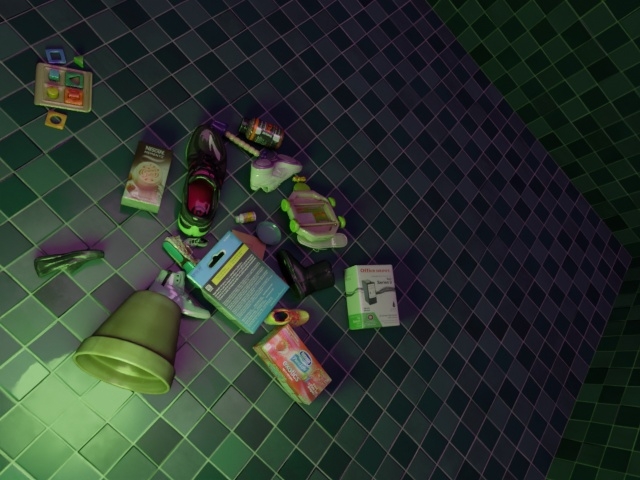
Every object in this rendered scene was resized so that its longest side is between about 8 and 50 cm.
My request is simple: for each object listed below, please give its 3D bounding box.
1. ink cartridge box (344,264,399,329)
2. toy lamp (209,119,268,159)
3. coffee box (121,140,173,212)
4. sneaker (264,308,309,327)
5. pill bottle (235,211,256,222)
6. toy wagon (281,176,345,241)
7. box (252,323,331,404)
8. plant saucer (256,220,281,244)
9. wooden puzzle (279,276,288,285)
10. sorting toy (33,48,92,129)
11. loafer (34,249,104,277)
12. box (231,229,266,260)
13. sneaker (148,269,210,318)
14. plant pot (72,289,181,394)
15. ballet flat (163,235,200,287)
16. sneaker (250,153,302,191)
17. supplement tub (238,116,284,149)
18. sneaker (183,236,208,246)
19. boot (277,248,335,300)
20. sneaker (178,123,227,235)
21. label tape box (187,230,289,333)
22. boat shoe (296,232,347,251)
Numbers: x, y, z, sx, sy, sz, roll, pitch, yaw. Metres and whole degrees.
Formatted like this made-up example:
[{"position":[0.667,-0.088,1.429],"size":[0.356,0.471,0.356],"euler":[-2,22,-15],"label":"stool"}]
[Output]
[{"position":[0.237,0.262,2.017],"size":[0.210,0.121,0.290],"euler":[1,76,-26],"label":"ink cartridge box"},{"position":[-0.369,-0.445,1.939],"size":[0.274,0.080,0.080],"euler":[33,65,-18],"label":"toy lamp"},{"position":[-0.687,-0.252,1.717],"size":[0.141,0.098,0.247],"euler":[14,71,-22],"label":"coffee box"},{"position":[-0.135,0.328,1.834],"size":[0.208,0.094,0.082],"euler":[2,74,-27],"label":"sneaker"},{"position":[-0.327,-0.099,1.883],"size":[0.083,0.043,0.044],"euler":[-13,82,-28],"label":"pill bottle"},{"position":[-0.048,-0.149,1.985],"size":[0.267,0.068,0.345],"euler":[-5,56,-32],"label":"toy wagon"},{"position":[-0.118,0.504,1.763],"size":[0.142,0.154,0.300],"euler":[-39,94,-29],"label":"box"},{"position":[-0.232,-0.029,1.910],"size":[0.119,0.021,0.120],"euler":[17,53,-24],"label":"plant saucer"},{"position":[-0.165,0.189,1.906],"size":[0.083,0.006,0.050],"euler":[13,71,-23],"label":"wooden puzzle"},{"position":[-1.004,-0.602,1.686],"size":[0.195,0.047,0.348],"euler":[1,76,-26],"label":"sorting toy"},{"position":[-0.894,0.080,1.545],"size":[0.223,0.076,0.079],"euler":[-11,87,-23],"label":"loafer"},{"position":[-0.327,0.071,1.851],"size":[0.164,0.021,0.202],"euler":[19,68,-21],"label":"box"},{"position":[-0.525,0.204,1.672],"size":[0.255,0.094,0.151],"euler":[26,73,-15],"label":"sneaker"},{"position":[-0.628,0.338,1.498],"size":[0.323,0.323,0.281],"euler":[27,50,-17],"label":"plant pot"},{"position":[-0.527,0.076,1.721],"size":[0.241,0.091,0.077],"euler":[55,39,-8],"label":"ballet flat"},{"position":[-0.209,-0.307,1.974],"size":[0.114,0.152,0.305],"euler":[36,35,29],"label":"sneaker"},{"position":[-0.272,-0.497,1.982],"size":[0.197,0.106,0.106],"euler":[17,69,-21],"label":"supplement tub"},{"position":[-0.504,0.001,1.755],"size":[0.098,0.069,0.038],"euler":[-4,78,-27],"label":"sneaker"},{"position":[-0.060,0.125,1.927],"size":[0.207,0.094,0.247],"euler":[-23,82,-33],"label":"boot"},{"position":[-0.466,-0.260,1.768],"size":[0.185,0.202,0.484],"euler":[7,73,-25],"label":"sneaker"},{"position":[-0.335,0.171,1.747],"size":[0.347,0.115,0.249],"euler":[45,66,-14],"label":"label tape box"},{"position":[0.000,0.000,1.997],"size":[0.254,0.079,0.095],"euler":[-2,75,-29],"label":"boat shoe"}]
